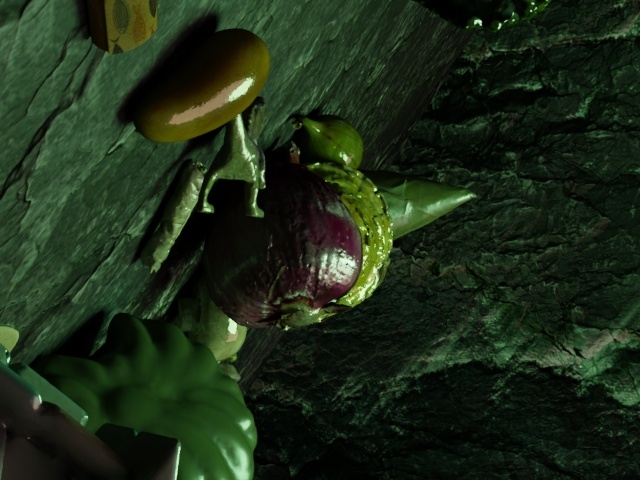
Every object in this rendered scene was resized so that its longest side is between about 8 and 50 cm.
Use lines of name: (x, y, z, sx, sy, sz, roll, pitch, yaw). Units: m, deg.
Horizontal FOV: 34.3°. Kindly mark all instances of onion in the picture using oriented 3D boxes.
onion: (-0.086, -0.034, 1.664, 0.267, 0.348, 0.159, -23, 150, 20)

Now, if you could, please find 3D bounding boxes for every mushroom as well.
mushroom: (-0.198, 0.138, 1.887, 0.166, 0.127, 0.166, -177, -90, -79)

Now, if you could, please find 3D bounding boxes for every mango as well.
mango: (-0.127, -0.163, 1.134, 0.184, 0.085, 0.102, -45, 169, -28)

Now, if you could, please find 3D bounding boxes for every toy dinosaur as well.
toy dinosaur: (-0.114, -0.131, 1.363, 0.251, 0.072, 0.199, 15, 83, -73)

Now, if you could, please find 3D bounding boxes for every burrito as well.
burrito: (-0.205, -0.031, 1.432, 0.185, 0.041, 0.045, -59, -146, 24)

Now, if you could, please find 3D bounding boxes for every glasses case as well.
glasses case: (-0.158, -0.218, 0.838, 0.064, 0.041, 0.170, -51, 173, -23)

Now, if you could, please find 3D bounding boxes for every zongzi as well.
zongzi: (0.046, -0.016, 1.933, 0.356, 0.393, 0.174, -45, 129, -45)

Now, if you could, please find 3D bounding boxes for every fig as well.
fig: (-0.007, -0.183, 1.860, 0.124, 0.124, 0.236, -55, 151, 1)

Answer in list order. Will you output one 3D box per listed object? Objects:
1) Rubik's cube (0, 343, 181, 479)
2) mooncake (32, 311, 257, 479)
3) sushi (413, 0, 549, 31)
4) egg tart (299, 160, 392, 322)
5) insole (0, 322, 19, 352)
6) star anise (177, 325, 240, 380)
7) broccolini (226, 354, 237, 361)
Rubik's cube: (-0.289, 0.252, 0.793, 0.387, 0.358, 0.368, -32, -155, 30)
mooncake: (-0.254, 0.273, 1.420, 0.187, 0.351, 0.351, -46, 179, 32)
sushi: (0.258, -0.465, 1.437, 0.178, 0.294, 0.352, -45, 170, -36)
egg tart: (0.000, 0.000, 1.807, 0.295, 0.295, 0.116, -54, -167, -8)
insole: (-0.385, 0.132, 1.090, 0.081, 0.011, 0.248, -56, 173, 13)
star anise: (-0.270, 0.261, 2.082, 0.198, 0.110, 0.257, -30, 155, 0)
broccolini: (-0.236, 0.222, 1.930, 0.216, 0.058, 0.067, 9, 103, -43)
